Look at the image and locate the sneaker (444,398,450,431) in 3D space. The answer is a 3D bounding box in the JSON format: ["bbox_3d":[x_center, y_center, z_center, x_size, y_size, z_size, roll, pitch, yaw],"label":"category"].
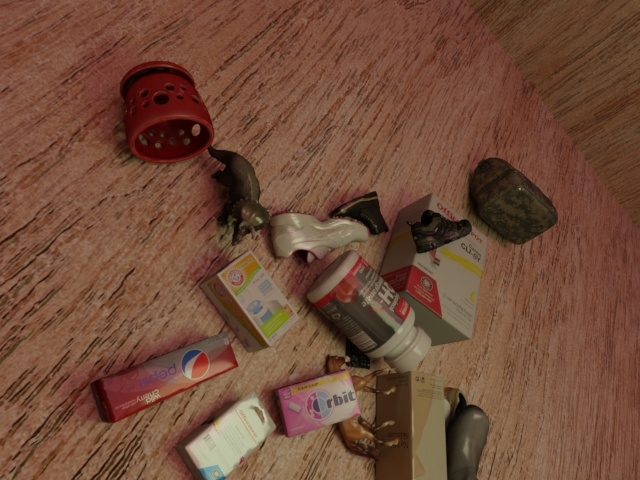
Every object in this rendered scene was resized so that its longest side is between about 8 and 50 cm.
[{"bbox_3d":[0.304,0.531,1.288,0.080,0.094,0.212,15,86,-13],"label":"sneaker"}]

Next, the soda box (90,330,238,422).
[{"bbox_3d":[-0.304,0.268,0.928,0.263,0.092,0.083,-16,83,-40],"label":"soda box"}]

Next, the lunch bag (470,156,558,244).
[{"bbox_3d":[0.746,-0.168,1.818,0.305,0.212,0.256,31,39,-27],"label":"lunch bag"}]

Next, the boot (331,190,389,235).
[{"bbox_3d":[0.131,-0.064,1.408,0.198,0.077,0.137,-24,92,-39],"label":"boot"}]

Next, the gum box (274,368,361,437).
[{"bbox_3d":[-0.003,0.376,1.086,0.188,0.062,0.107,-11,77,-17],"label":"gum box"}]

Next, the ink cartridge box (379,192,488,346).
[{"bbox_3d":[0.352,0.086,1.447,0.279,0.160,0.385,36,54,-19],"label":"ink cartridge box"}]

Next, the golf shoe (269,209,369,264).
[{"bbox_3d":[0.000,0.000,1.269,0.306,0.115,0.140,5,79,-28],"label":"golf shoe"}]

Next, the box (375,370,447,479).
[{"bbox_3d":[0.231,0.508,1.195,0.121,0.148,0.311,19,60,-28],"label":"box"}]

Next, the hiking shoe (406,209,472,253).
[{"bbox_3d":[0.350,-0.045,1.342,0.227,0.086,0.114,-18,83,-36],"label":"hiking shoe"}]

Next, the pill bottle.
[{"bbox_3d":[0.131,0.190,1.209,0.318,0.176,0.176,45,51,-5],"label":"pill bottle"}]

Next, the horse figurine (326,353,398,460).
[{"bbox_3d":[0.103,0.419,1.161,0.174,0.066,0.263,0,80,-1],"label":"horse figurine"}]

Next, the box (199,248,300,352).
[{"bbox_3d":[-0.164,0.141,1.077,0.114,0.103,0.203,-39,96,-41],"label":"box"}]

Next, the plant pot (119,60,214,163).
[{"bbox_3d":[-0.354,-0.296,1.064,0.191,0.191,0.174,-3,68,-38],"label":"plant pot"}]

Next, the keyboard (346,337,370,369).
[{"bbox_3d":[0.120,0.265,1.292,0.108,0.023,0.180,18,62,-30],"label":"keyboard"}]

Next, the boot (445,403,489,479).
[{"bbox_3d":[0.376,0.598,1.134,0.118,0.222,0.338,21,87,-12],"label":"boot"}]

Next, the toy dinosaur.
[{"bbox_3d":[-0.194,-0.128,1.130,0.121,0.160,0.314,1,72,-37],"label":"toy dinosaur"}]

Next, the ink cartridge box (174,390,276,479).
[{"bbox_3d":[-0.194,0.411,0.970,0.181,0.061,0.104,-33,93,-40],"label":"ink cartridge box"}]

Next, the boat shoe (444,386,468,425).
[{"bbox_3d":[0.378,0.570,1.304,0.113,0.103,0.302,3,70,-36],"label":"boat shoe"}]
